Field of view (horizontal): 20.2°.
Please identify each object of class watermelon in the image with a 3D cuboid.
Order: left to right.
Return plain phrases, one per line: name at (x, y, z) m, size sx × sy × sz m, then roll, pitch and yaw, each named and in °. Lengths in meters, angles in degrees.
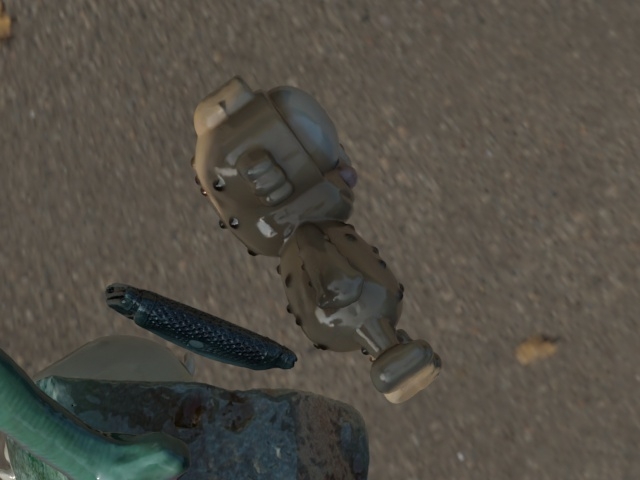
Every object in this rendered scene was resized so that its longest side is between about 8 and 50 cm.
watermelon at (-0.069, 0.216, 1.424) m, size 0.258 × 0.228 × 0.387 m, roll -46°, pitch 101°, yaw -19°

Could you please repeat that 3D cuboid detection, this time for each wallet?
wallet at (-0.086, 0.064, 1.244) m, size 0.129 × 0.088 × 0.026 m, roll 24°, pitch 80°, yaw -16°

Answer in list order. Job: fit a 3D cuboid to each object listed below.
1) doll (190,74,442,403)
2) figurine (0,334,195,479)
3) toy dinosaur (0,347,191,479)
doll at (0.000, 0.000, 1.392) m, size 0.119 × 0.154 × 0.278 m, roll -34°, pitch 80°, yaw 2°
figurine at (-0.162, 0.283, 1.839) m, size 0.226 × 0.274 × 0.394 m, roll -32°, pitch 95°, yaw -7°
toy dinosaur at (-0.290, 0.048, 0.780) m, size 0.383 × 0.129 × 0.331 m, roll -12°, pitch 134°, yaw 22°
